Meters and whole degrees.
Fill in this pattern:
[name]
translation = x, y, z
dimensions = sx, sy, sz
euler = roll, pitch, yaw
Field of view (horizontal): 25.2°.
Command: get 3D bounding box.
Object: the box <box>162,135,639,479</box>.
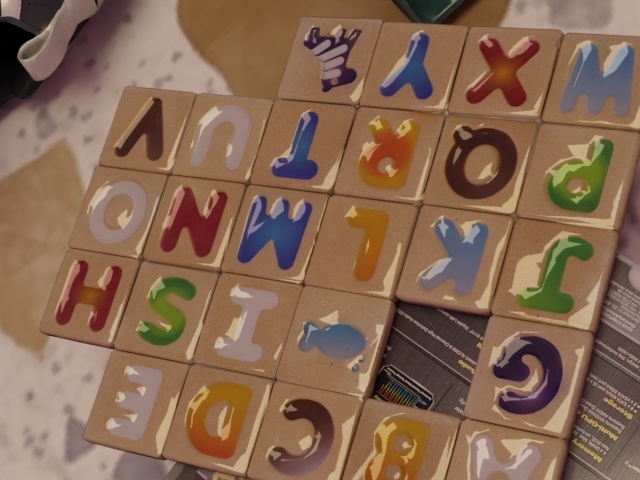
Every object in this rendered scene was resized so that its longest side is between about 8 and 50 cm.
[box]
translation = 0.076, 0.092, 0.535
dimensions = 0.231, 0.056, 0.183
euler = 34, 86, 32

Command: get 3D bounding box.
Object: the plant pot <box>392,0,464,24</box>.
[plant pot]
translation = 0.010, -0.251, 0.647
dimensions = 0.165, 0.166, 0.234
euler = -43, 52, 3

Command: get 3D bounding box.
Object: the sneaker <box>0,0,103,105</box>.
[sneaker]
translation = -0.212, -0.127, 0.730
dimensions = 0.235, 0.094, 0.153
euler = 8, 64, 16

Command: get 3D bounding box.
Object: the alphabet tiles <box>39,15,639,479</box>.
[alphabet tiles]
translation = 0.000, 0.000, 0.570
dimensions = 0.237, 0.009, 0.198
euler = 8, 73, 28
